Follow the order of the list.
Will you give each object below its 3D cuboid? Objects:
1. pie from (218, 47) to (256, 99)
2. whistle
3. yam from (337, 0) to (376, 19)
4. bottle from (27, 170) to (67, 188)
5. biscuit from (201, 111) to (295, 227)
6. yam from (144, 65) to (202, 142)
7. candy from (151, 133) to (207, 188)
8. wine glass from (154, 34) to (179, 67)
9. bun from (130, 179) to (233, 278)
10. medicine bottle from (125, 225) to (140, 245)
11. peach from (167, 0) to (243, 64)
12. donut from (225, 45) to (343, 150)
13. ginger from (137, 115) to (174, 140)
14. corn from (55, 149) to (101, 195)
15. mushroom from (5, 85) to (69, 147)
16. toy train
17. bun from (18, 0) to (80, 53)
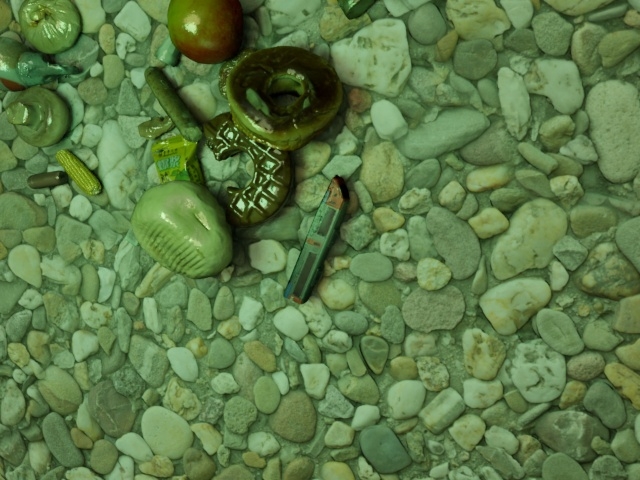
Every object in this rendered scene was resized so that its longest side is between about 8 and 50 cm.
[{"bbox_3d":[-0.228,-0.504,1.655,0.195,0.046,0.195,1,94,13],"label":"pie"},{"bbox_3d":[-0.989,-0.576,1.793,0.347,0.189,0.189,12,100,7],"label":"whistle"},{"bbox_3d":[0.073,-0.745,1.512,0.107,0.107,0.194,-30,88,17],"label":"yam"},{"bbox_3d":[-0.975,-0.216,1.894,0.140,0.053,0.053,-6,95,16],"label":"bottle"},{"bbox_3d":[-0.214,-0.234,1.651,0.268,0.115,0.366,-15,94,16],"label":"biscuit"},{"bbox_3d":[-0.468,-0.432,1.680,0.071,0.067,0.317,-28,67,-17],"label":"yam"},{"bbox_3d":[-0.443,-0.196,1.734,0.187,0.081,0.297,-10,103,16],"label":"candy"},{"bbox_3d":[-0.460,-0.636,1.692,0.073,0.073,0.155,37,102,8],"label":"wine glass"},{"bbox_3d":[-0.406,-0.034,1.642,0.361,0.213,0.361,25,145,19],"label":"bun"},{"bbox_3d":[-0.603,-0.044,1.801,0.055,0.074,0.118,33,104,10],"label":"medicine bottle"},{"bbox_3d":[-0.337,-0.642,1.576,0.231,0.231,0.231,2,97,15],"label":"peach"},{"bbox_3d":[-0.105,-0.400,1.535,0.330,0.160,0.330,2,65,-5],"label":"donut"},{"bbox_3d":[-0.528,-0.385,1.755,0.173,0.051,0.069,-23,79,10],"label":"ginger"},{"bbox_3d":[-0.840,-0.235,1.848,0.206,0.067,0.067,45,106,7],"label":"corn"},{"bbox_3d":[-0.966,-0.418,1.792,0.204,0.204,0.204,2,97,15],"label":"mushroom"},{"bbox_3d":[0.000,0.000,1.635,0.089,0.086,0.409,26,103,10],"label":"toy train"},{"bbox_3d":[-0.919,-0.735,1.775,0.222,0.127,0.222,2,96,18],"label":"bun"}]
